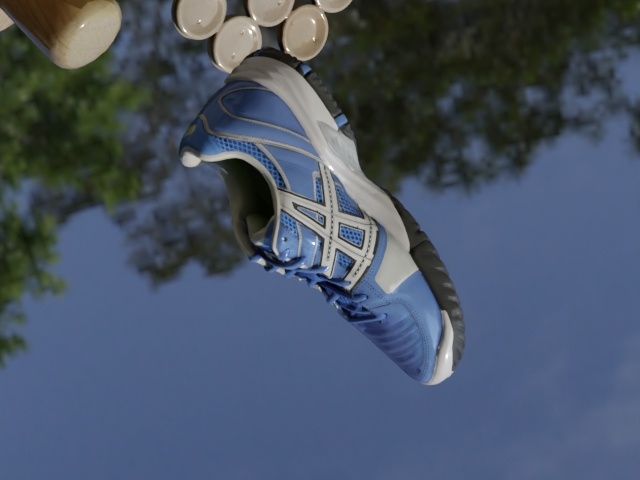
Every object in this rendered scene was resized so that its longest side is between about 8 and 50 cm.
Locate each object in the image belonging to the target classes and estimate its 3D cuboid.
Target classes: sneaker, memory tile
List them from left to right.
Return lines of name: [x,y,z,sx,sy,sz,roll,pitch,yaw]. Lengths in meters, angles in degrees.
memory tile: [-0.023,-0.166,1.175,0.012,0.113,0.148,24,-102,48]
sneaker: [0.000,0.000,1.051,0.081,0.211,0.080,-42,-171,-29]

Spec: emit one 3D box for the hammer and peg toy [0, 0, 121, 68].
hammer and peg toy: [-0.142,-0.154,0.682,0.361,0.266,0.127,-47,-109,10]
